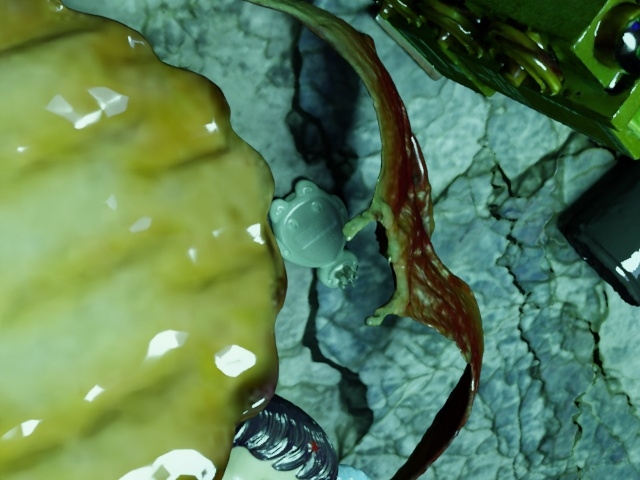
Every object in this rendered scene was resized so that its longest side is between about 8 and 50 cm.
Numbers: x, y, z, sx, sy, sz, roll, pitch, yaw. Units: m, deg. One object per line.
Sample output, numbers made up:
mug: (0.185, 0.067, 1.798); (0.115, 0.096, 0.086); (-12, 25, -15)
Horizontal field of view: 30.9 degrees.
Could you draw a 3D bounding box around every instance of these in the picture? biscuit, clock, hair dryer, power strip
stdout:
biscuit: (-0.177, 0.019, 0.572); (0.326, 0.107, 0.326); (6, 69, -17)
clock: (-0.054, 0.205, 0.802); (0.194, 0.100, 0.195); (34, 97, -38)
hair dryer: (0.227, -0.097, 0.824); (0.197, 0.089, 0.251); (-43, 115, 0)
power strip: (0.000, 0.000, 0.770); (0.055, 0.035, 0.083); (-37, 122, -7)

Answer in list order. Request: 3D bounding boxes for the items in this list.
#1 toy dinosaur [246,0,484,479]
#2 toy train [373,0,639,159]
toy dinosaur: (0.015, -0.009, 0.710); (0.113, 0.206, 0.327); (-16, 128, 16)
toy train: (0.116, -0.123, 0.660); (0.090, 0.225, 0.137); (-52, 132, 1)
